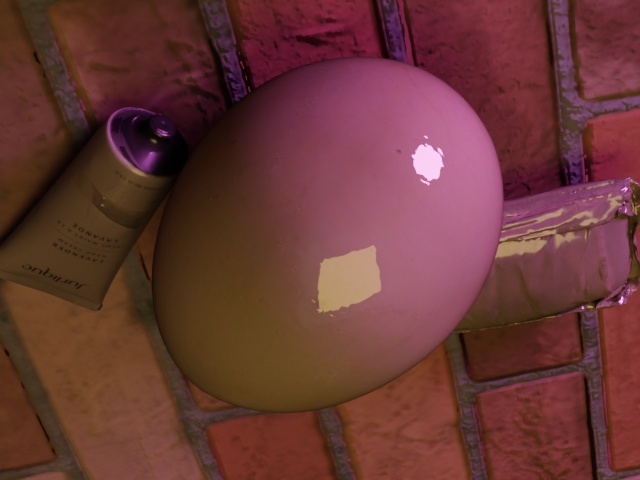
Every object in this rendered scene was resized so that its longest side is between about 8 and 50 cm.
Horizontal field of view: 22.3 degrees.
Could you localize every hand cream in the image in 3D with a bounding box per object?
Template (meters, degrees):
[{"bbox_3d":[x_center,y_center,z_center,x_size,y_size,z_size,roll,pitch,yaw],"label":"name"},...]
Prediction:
[{"bbox_3d":[-0.141,-0.018,1.020,0.087,0.054,0.186,21,135,-23],"label":"hand cream"}]

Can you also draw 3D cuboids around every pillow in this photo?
[{"bbox_3d":[0.117,0.016,1.086,0.208,0.053,0.119,-11,136,4],"label":"pillow"}]

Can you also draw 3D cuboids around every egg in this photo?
[{"bbox_3d":[0.000,0.000,0.958,0.186,0.186,0.242,26,126,-30],"label":"egg"}]
